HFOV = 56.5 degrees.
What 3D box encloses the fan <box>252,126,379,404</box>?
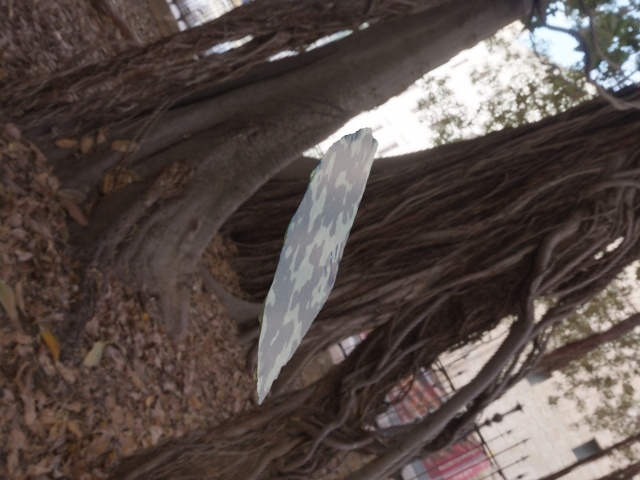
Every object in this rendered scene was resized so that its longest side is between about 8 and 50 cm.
[{"bbox_3d":[0.000,0.000,0.432,0.131,0.009,0.240,79,32,-56],"label":"fan"}]
